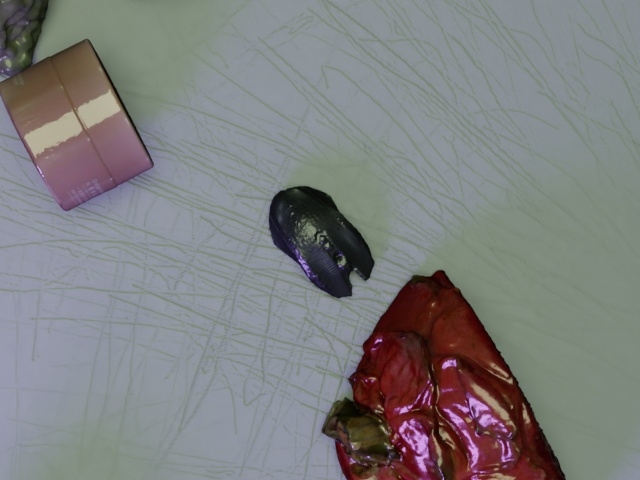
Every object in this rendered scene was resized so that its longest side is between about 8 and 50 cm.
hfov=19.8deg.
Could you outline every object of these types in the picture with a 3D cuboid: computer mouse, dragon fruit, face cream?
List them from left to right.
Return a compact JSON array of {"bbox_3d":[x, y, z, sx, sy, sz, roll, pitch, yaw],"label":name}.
[{"bbox_3d":[-0.248,-0.117,1.861,0.104,0.149,0.149,-27,91,-2],"label":"face cream"},{"bbox_3d":[0.000,0.000,1.927,0.079,0.047,0.135,-40,94,-2],"label":"computer mouse"},{"bbox_3d":[0.120,0.208,1.880,0.205,0.152,0.317,-30,91,-2],"label":"dragon fruit"}]

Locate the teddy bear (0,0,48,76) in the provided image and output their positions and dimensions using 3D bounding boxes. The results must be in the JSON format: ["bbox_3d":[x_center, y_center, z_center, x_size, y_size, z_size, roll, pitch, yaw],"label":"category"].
[{"bbox_3d":[-0.437,-0.262,1.827,0.367,0.224,0.357,-21,110,-5],"label":"teddy bear"}]
